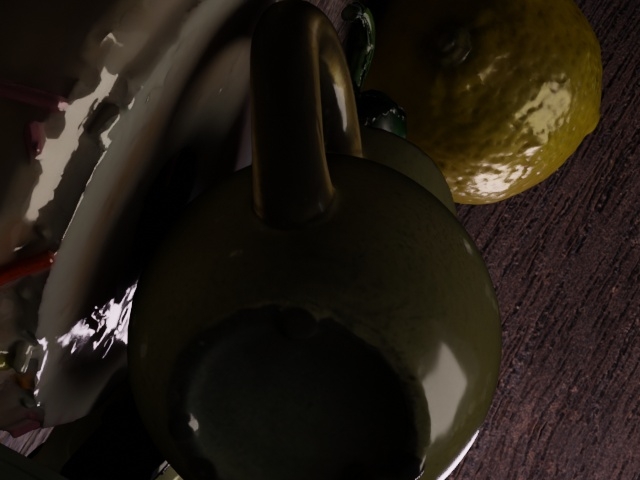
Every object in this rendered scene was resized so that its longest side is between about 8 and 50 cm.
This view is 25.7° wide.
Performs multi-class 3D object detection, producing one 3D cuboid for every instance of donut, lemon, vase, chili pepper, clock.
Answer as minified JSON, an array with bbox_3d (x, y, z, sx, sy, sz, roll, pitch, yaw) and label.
[{"bbox_3d":[-0.157,-0.053,0.928,0.382,0.142,0.382,-61,170,-19],"label":"donut"},{"bbox_3d":[0.216,-0.226,1.938,0.350,0.350,0.387,-63,159,-5],"label":"lemon"},{"bbox_3d":[0.000,0.000,0.940,0.302,0.241,0.329,-71,156,-63],"label":"vase"},{"bbox_3d":[0.021,-0.140,1.629,0.261,0.165,0.174,-60,160,-1],"label":"chili pepper"},{"bbox_3d":[-0.198,0.197,1.153,0.379,0.120,0.276,-41,-175,29],"label":"clock"}]

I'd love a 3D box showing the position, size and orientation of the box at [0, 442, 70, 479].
[{"bbox_3d":[-0.260,0.237,0.873,0.225,0.225,0.117,-54,166,-46],"label":"box"}]
